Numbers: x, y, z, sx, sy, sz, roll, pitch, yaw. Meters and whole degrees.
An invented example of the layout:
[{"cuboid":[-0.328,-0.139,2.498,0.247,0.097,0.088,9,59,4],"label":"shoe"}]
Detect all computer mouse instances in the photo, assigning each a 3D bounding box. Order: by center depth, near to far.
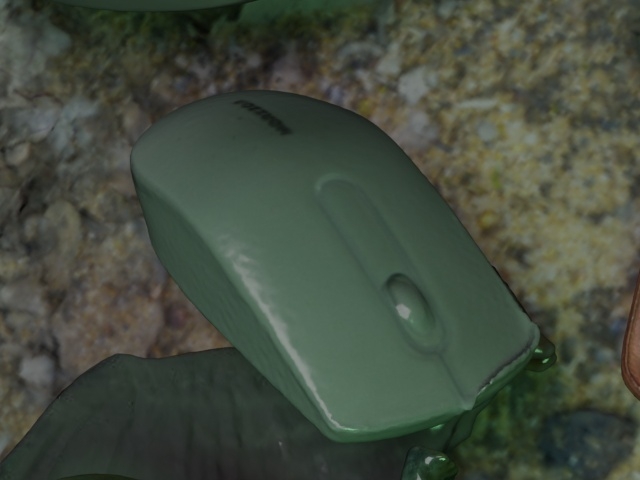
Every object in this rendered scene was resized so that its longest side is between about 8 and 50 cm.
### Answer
[{"cuboid":[0.000,0.000,0.940,0.128,0.079,0.231,-25,50,-31],"label":"computer mouse"}]

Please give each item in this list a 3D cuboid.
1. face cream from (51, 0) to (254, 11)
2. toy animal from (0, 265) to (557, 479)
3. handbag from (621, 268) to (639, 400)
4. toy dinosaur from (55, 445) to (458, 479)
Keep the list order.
[{"cuboid":[-0.058,-0.275,1.098,0.357,0.219,0.312,-2,68,18],"label":"face cream"},{"cuboid":[0.020,0.141,0.963,0.302,0.225,0.284,-44,79,-12],"label":"toy animal"},{"cuboid":[0.242,-0.003,0.964,0.157,0.059,0.212,9,73,25],"label":"handbag"},{"cuboid":[0.047,0.173,0.883,0.363,0.076,0.147,36,66,-13],"label":"toy dinosaur"}]
